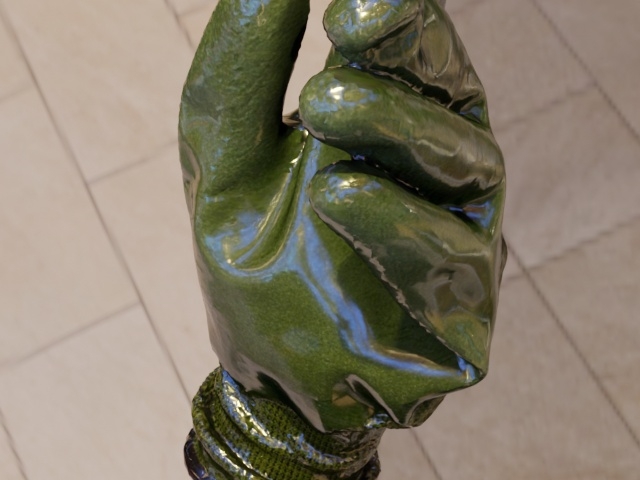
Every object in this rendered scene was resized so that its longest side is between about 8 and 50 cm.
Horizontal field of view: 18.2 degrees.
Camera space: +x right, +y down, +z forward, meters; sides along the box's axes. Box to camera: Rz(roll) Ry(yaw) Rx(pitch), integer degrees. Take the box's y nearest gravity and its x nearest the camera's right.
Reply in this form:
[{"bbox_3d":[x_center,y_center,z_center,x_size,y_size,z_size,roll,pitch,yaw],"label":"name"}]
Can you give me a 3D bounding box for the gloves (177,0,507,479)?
[{"bbox_3d":[0.007,-0.004,0.689,0.135,0.268,0.107,34,52,19],"label":"gloves"}]
